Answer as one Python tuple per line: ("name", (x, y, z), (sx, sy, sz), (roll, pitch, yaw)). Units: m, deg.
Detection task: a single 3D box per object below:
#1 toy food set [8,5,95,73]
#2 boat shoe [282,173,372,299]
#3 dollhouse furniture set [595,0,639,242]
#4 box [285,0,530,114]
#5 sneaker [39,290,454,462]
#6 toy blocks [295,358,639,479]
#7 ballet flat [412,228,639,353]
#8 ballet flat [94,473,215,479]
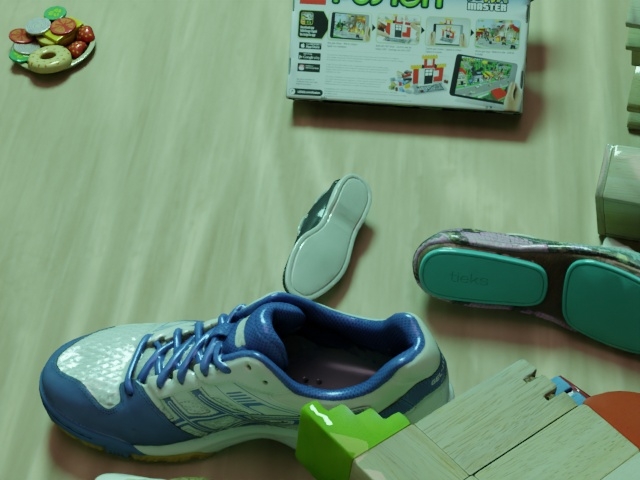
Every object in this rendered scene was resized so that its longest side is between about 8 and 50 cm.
("toy food set", (-0.257, -0.190, 1.196), (0.082, 0.020, 0.083), (30, 58, 28))
("boat shoe", (0.000, 0.000, 0.991), (0.046, 0.038, 0.125), (37, 56, -18))
("dollhouse furniture set", (0.316, -0.116, 0.960), (0.161, 0.212, 0.242), (11, 77, 17))
("box", (0.077, -0.173, 1.095), (0.207, 0.036, 0.114), (5, 94, 10))
("sneaker", (-0.056, 0.080, 0.863), (0.296, 0.131, 0.112), (1, 50, 8))
("toy blocks", (0.203, 0.191, 0.732), (0.261, 0.191, 0.381), (-26, 50, -32))
("ballet flat", (0.181, 0.026, 0.936), (0.221, 0.077, 0.079), (12, 31, 16))
("ballet flat", (-0.149, 0.214, 0.753), (0.342, 0.116, 0.124), (-29, 36, 0))
